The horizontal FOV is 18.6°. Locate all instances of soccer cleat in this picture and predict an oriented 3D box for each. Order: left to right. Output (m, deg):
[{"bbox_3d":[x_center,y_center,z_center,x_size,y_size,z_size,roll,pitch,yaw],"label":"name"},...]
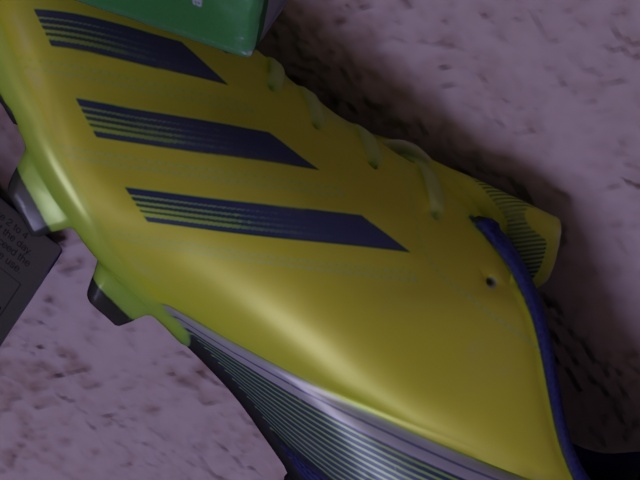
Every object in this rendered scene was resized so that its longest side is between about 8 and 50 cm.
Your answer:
[{"bbox_3d":[0.000,0.000,0.572,0.121,0.093,0.289,-35,108,8],"label":"soccer cleat"}]

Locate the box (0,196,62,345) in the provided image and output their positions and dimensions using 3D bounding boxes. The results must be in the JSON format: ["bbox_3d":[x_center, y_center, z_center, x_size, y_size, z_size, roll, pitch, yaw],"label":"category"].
[{"bbox_3d":[-0.171,0.019,0.606,0.126,0.137,0.072,42,133,-14],"label":"box"}]

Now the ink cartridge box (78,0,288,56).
[{"bbox_3d":[-0.089,-0.153,0.460,0.208,0.087,0.153,19,132,8],"label":"ink cartridge box"}]
